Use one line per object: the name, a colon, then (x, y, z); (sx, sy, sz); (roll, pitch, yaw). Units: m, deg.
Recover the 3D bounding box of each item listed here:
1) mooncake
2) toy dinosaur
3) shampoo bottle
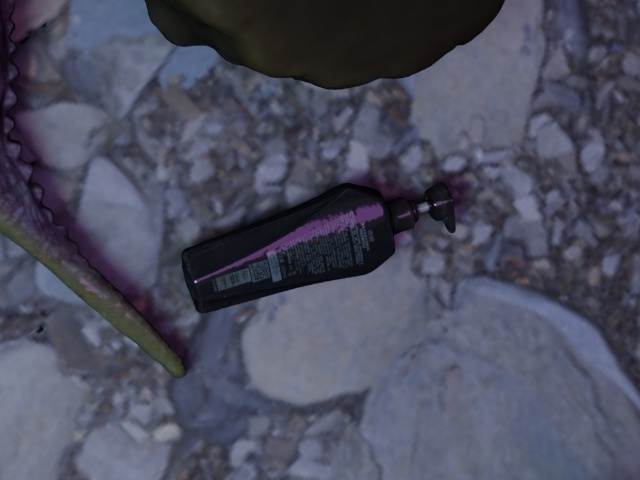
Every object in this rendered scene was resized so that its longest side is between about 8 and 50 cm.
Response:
mooncake: (-0.002, -0.183, 0.775); (0.228, 0.124, 0.228); (-16, 118, -32)
toy dinosaur: (-0.155, -0.053, 0.800); (0.199, 0.072, 0.251); (-4, 88, -24)
shampoo bottle: (0.000, 0.000, 0.864); (0.137, 0.027, 0.048); (-18, 114, -11)
